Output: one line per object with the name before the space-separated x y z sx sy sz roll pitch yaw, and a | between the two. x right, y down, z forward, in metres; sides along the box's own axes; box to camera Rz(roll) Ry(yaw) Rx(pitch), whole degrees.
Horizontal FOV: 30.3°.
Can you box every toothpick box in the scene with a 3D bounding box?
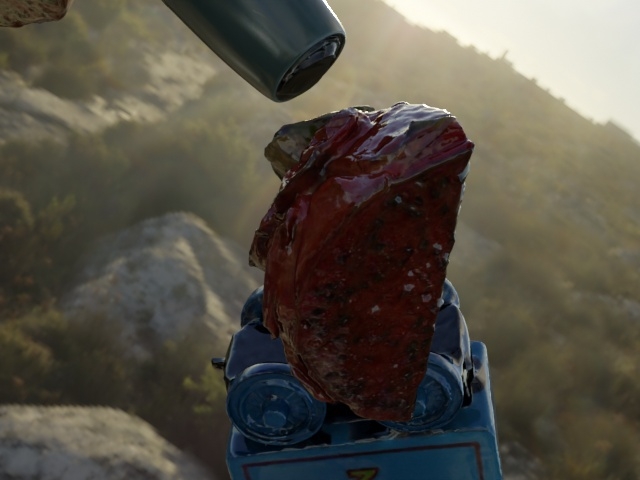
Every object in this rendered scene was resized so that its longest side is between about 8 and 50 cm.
toothpick box | -0.066 -0.223 1.133 0.184 0.120 0.120 49 15 12

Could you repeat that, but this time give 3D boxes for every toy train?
toy train | 0.035 0.179 1.281 0.188 0.300 0.265 -86 165 -54

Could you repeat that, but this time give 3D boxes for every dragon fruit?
dragon fruit | 0.000 0.000 1.021 0.152 0.317 0.205 -10 41 -19

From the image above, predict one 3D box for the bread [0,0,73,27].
bread | -0.355 -0.311 1.092 0.295 0.114 0.327 35 -22 -35
